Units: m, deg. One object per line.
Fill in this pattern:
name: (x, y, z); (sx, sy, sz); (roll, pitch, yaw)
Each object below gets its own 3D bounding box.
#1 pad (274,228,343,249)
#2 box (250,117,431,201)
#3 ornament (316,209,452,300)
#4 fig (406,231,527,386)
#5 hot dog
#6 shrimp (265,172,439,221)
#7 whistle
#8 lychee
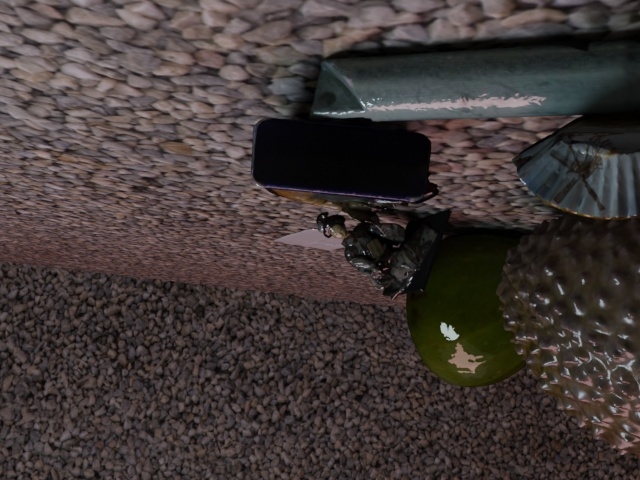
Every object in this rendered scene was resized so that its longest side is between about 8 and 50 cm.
pad: (0.000, 0.000, 1.619); (0.156, 0.004, 0.232); (10, 169, -24)
box: (0.021, -0.085, 0.761); (0.168, 0.071, 0.259); (6, -176, 0)
ornament: (0.088, -0.004, 1.219); (0.196, 0.166, 0.153); (24, 164, -14)
fig: (0.324, 0.120, 1.330); (0.316, 0.316, 0.316); (6, 170, 1)
hot dog: (0.267, -0.067, 0.582); (0.162, 0.082, 0.270); (4, -163, 33)
shrimp: (0.060, -0.067, 1.044); (0.290, 0.054, 0.222); (3, 169, 34)
whistle: (0.139, -0.135, 0.601); (0.312, 0.062, 0.062); (2, 169, 21)
lychee: (0.463, 0.116, 0.990); (0.432, 0.380, 0.380); (19, 177, 27)
